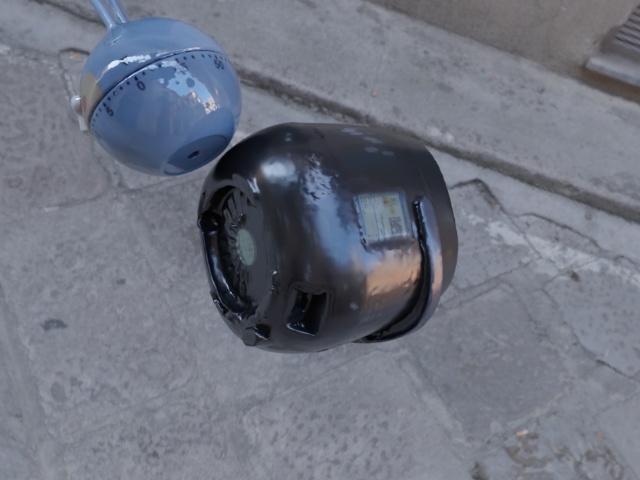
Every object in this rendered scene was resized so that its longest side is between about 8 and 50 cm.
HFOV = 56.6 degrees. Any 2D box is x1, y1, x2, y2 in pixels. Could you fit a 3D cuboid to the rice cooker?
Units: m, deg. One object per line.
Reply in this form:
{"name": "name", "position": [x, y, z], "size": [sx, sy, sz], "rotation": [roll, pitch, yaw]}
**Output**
{"name": "rice cooker", "position": [0.000, 0.000, 0.649], "size": [0.225, 0.267, 0.267], "rotation": [-10, 56, -38]}

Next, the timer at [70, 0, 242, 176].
{"name": "timer", "position": [-0.199, -0.172, 0.610], "size": [0.256, 0.175, 0.175], "rotation": [36, 51, 7]}
